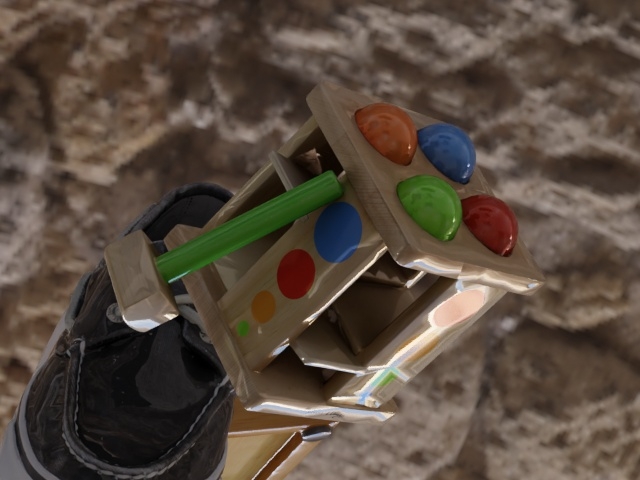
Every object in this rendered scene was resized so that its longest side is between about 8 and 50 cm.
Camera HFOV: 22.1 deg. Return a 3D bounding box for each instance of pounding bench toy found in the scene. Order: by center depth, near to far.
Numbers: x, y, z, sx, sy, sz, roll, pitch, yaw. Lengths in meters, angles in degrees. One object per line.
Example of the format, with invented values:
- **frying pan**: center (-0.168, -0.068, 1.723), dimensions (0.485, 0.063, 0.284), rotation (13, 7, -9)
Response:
- **pounding bench toy**: center (0.000, 0.000, 0.374), dimensions (0.083, 0.065, 0.052), rotation (13, -139, -48)

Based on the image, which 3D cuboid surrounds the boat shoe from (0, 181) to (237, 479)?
- **boat shoe**: center (-0.080, 0.051, 0.815), dimensions (0.108, 0.102, 0.301), rotation (18, -158, 1)

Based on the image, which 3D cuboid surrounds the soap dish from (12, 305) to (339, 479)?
- **soap dish**: center (-0.119, 0.144, 1.293), dimensions (0.229, 0.291, 0.118), rotation (-2, -115, -23)
